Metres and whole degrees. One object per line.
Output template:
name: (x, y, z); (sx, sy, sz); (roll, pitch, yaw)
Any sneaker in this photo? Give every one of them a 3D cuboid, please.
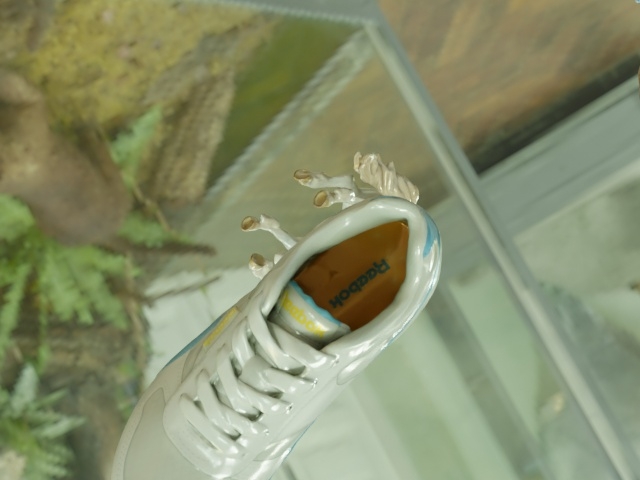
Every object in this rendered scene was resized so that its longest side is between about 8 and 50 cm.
sneaker: (-0.027, 0.062, 0.803); (0.228, 0.087, 0.092); (-48, 171, -9)

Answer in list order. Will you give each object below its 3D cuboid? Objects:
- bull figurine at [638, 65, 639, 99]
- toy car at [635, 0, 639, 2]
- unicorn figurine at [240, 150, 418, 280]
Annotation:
bull figurine: (0.428, -0.263, 1.803); (0.101, 0.310, 0.188); (0, 134, 14)
toy car: (0.167, -0.175, 0.814); (0.040, 0.122, 0.060); (-25, 161, -28)
unicorn figurine: (0.000, 0.000, 1.024); (0.162, 0.060, 0.111); (-22, 153, 35)
